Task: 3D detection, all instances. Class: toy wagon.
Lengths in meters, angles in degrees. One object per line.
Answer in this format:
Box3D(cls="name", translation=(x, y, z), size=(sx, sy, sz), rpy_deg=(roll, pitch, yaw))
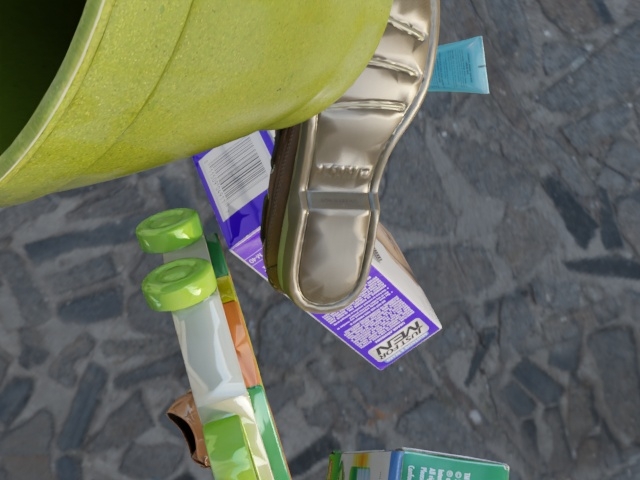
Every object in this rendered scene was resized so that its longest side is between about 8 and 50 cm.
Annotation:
Box3D(cls="toy wagon", translation=(-0.075, 0.133, 0.862), size=(0.068, 0.344, 0.267), rpy_deg=(-17, 113, -5))

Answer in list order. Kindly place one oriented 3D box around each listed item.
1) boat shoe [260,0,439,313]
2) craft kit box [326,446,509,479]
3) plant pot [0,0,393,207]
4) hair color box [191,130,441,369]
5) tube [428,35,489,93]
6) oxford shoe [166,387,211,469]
Box3D(cls="boat shoe", translation=(0.007, -0.097, 0.905), size=(0.110, 0.104, 0.307), rpy_deg=(11, 103, -31))
Box3D(cls="craft kit box", translation=(0.027, 0.234, 0.543), size=(0.061, 0.246, 0.250), rpy_deg=(9, 78, -7))
Box3D(cls="plant pot", translation=(-0.134, -0.197, 0.685), size=(0.366, 0.353, 0.367), rpy_deg=(3, 95, 33))
Box3D(cls="hair color box", translation=(0.000, 0.000, 1.280), size=(0.110, 0.185, 0.339), rpy_deg=(-35, 138, 10))
Box3D(cls="tube", translation=(0.153, -0.249, 1.558), size=(0.207, 0.052, 0.080), rpy_deg=(4, 114, 43))
Box3D(cls="oxford shoe", translation=(-0.140, 0.308, 1.519), size=(0.212, 0.076, 0.076), rpy_deg=(47, 140, 13))
